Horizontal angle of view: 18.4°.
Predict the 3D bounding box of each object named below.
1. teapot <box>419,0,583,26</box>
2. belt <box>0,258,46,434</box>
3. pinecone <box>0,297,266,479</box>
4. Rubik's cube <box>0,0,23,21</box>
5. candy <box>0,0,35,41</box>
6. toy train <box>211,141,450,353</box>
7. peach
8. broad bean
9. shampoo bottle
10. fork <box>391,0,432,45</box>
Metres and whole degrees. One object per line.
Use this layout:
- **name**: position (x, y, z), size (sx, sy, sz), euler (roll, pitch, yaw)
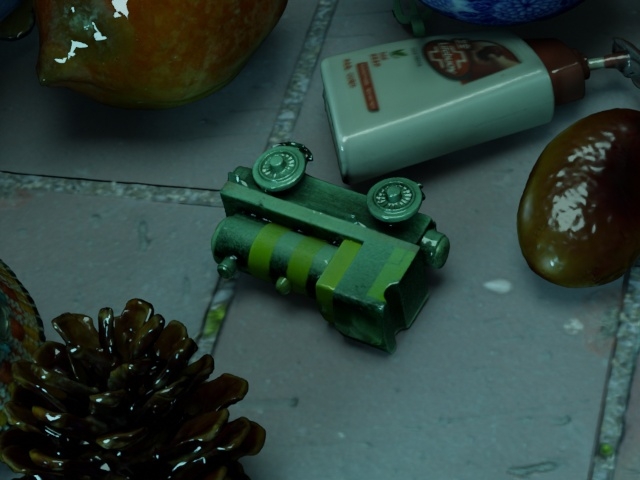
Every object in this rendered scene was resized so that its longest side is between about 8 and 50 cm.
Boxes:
- **teapot**: position (0.152, -0.326, 1.695), size (0.424, 0.280, 0.252), euler (-3, 61, 23)
- **belt**: position (-0.333, 0.075, 1.535), size (0.295, 0.160, 0.207), euler (27, 75, 39)
- **pinecone**: position (-0.141, 0.139, 1.429), size (0.208, 0.207, 0.207), euler (-5, 47, 5)
- **Rubik's cube**: position (-0.409, -0.324, 1.707), size (0.293, 0.287, 0.292), euler (34, 53, 14)
- **candy**: position (-0.400, -0.248, 1.901), size (0.271, 0.101, 0.143), euler (2, 53, 5)
- **toy train**: position (0.000, 0.000, 1.608), size (0.200, 0.083, 0.132), euler (17, 56, 26)
- **peach**: position (-0.159, -0.222, 1.752), size (0.257, 0.232, 0.232), euler (-35, 51, -20)
- **broad bean**: position (0.221, -0.031, 1.597), size (0.114, 0.084, 0.165), euler (9, 56, 15)
- **shampoo bottle**: position (0.144, -0.132, 1.706), size (0.284, 0.071, 0.153), euler (-13, 35, -2)
- **fork**: position (0.084, -0.193, 1.757), size (0.039, 0.021, 0.235), euler (-11, 16, 5)
